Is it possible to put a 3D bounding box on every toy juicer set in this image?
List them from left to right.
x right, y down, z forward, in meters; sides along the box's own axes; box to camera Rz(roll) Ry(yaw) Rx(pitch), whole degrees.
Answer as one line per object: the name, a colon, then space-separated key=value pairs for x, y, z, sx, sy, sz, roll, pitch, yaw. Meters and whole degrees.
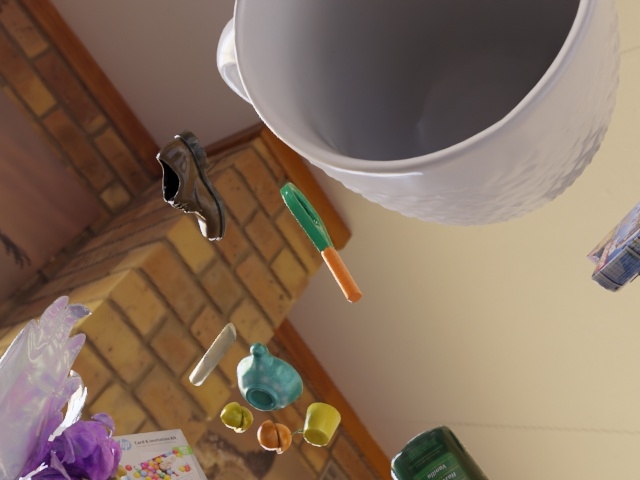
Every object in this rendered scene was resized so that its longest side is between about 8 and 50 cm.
toy juicer set: x=-0.129 y=0.289 z=1.513 sx=0.209 sy=0.089 sz=0.329 roll=-28 pitch=-67 yaw=34

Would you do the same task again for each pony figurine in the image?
pony figurine: x=-0.295 y=0.284 z=0.817 sx=0.363 sy=0.351 sz=0.303 roll=27 pitch=-36 yaw=9

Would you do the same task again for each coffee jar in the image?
coffee jar: x=0.146 y=0.272 z=0.727 sx=0.184 sy=0.079 sz=0.096 roll=52 pitch=-10 yaw=37

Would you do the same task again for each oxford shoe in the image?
oxford shoe: x=-0.237 y=-0.081 z=1.381 sx=0.083 sy=0.096 sz=0.227 roll=25 pitch=-35 yaw=44

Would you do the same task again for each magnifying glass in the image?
magnifying glass: x=0.000 y=0.000 z=1.193 sx=0.231 sy=0.026 sz=0.092 roll=57 pitch=10 yaw=31

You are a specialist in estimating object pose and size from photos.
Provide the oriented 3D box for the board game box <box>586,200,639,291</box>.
board game box: x=0.410 y=-0.004 z=0.963 sx=0.060 sy=0.194 sz=0.194 roll=41 pitch=-53 yaw=8

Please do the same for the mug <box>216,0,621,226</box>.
mug: x=0.080 y=-0.153 z=0.709 sx=0.374 sy=0.276 sz=0.328 roll=5 pitch=-8 yaw=26

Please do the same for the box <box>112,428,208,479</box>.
box: x=-0.263 y=0.405 z=1.293 sx=0.186 sy=0.145 sz=0.038 roll=49 pitch=-60 yaw=38
